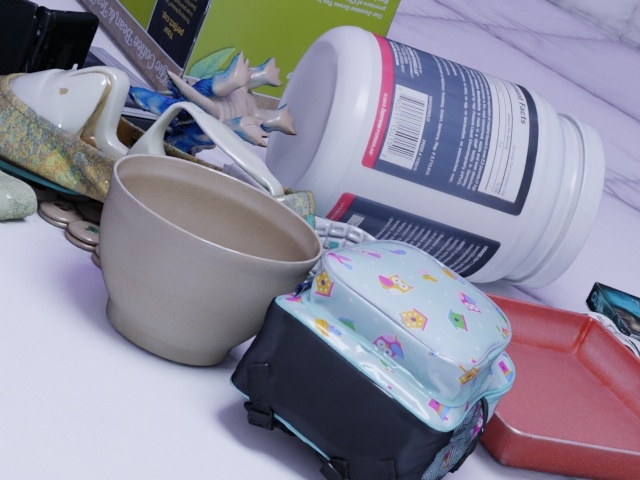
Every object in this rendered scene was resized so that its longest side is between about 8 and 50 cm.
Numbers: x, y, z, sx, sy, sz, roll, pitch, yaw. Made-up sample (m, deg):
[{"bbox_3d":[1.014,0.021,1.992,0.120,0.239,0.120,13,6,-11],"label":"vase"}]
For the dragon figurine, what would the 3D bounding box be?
[{"bbox_3d":[-0.114,-0.105,1.703,0.144,0.085,0.289,-16,4,18],"label":"dragon figurine"}]

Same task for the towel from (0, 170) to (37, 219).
[{"bbox_3d":[-0.300,-0.056,1.507,0.148,0.027,0.110,32,20,23],"label":"towel"}]

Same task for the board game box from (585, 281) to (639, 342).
[{"bbox_3d":[0.360,0.103,1.903,0.186,0.026,0.126,19,18,-16],"label":"board game box"}]

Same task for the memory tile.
[{"bbox_3d":[-0.170,-0.013,1.573,0.148,0.012,0.113,37,21,35],"label":"memory tile"}]

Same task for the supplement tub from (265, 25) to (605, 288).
[{"bbox_3d":[0.103,-0.071,1.801,0.272,0.191,0.191,18,19,-21],"label":"supplement tub"}]

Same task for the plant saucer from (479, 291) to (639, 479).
[{"bbox_3d":[0.185,0.122,1.590,0.259,0.048,0.258,13,21,-33],"label":"plant saucer"}]

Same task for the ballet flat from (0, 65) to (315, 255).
[{"bbox_3d":[-0.153,-0.073,1.559,0.348,0.123,0.123,29,18,15],"label":"ballet flat"}]

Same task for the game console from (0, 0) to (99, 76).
[{"bbox_3d":[-0.264,-0.155,1.678,0.071,0.122,0.107,34,20,26],"label":"game console"}]

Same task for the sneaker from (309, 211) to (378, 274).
[{"bbox_3d":[0.000,0.000,1.682,0.166,0.065,0.076,27,14,4],"label":"sneaker"}]

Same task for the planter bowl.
[{"bbox_3d":[-0.094,0.022,1.415,0.162,0.109,0.162,22,17,-7],"label":"planter bowl"}]

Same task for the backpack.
[{"bbox_3d":[0.050,0.084,1.364,0.166,0.144,0.188,35,14,16],"label":"backpack"}]

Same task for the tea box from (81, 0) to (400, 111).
[{"bbox_3d":[-0.074,-0.327,2.086,0.220,0.324,0.329,12,22,-32],"label":"tea box"}]

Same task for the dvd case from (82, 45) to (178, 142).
[{"bbox_3d":[-0.260,-0.152,1.832,0.238,0.030,0.179,8,24,-43],"label":"dvd case"}]

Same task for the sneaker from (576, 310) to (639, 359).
[{"bbox_3d":[0.264,0.092,1.801,0.083,0.032,0.037,28,18,14],"label":"sneaker"}]
